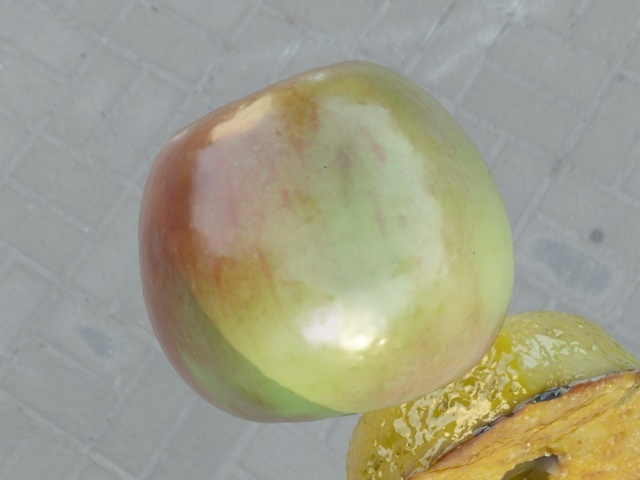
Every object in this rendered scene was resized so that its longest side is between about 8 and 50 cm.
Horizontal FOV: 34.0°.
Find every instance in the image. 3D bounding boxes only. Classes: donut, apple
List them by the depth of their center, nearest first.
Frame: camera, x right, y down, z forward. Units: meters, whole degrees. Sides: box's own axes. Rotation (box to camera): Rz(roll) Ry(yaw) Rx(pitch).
[{"bbox_3d":[0.000,0.000,0.867,0.319,0.319,0.277,-11,92,0],"label":"apple"},{"bbox_3d":[0.239,0.236,1.296,0.377,0.435,0.163,-52,46,27],"label":"donut"}]
